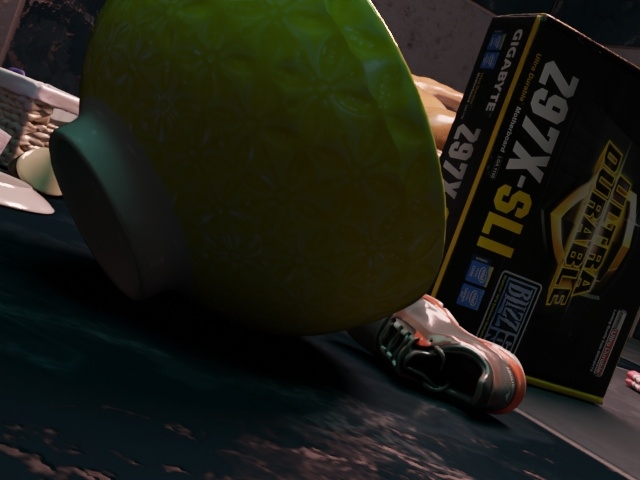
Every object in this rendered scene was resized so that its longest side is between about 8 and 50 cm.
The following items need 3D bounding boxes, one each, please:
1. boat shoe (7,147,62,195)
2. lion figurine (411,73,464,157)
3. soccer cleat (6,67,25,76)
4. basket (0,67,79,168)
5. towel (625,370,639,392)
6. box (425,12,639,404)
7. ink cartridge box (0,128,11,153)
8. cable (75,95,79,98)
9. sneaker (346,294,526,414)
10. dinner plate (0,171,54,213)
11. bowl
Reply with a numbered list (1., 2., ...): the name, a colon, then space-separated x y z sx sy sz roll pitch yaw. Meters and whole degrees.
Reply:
1. boat shoe: -0.277 -0.068 0.926 0.042 0.048 0.133 -7 3 16
2. lion figurine: 0.113 -0.140 1.114 0.240 0.142 0.392 12 11 -23
3. soccer cleat: -0.512 -0.223 1.232 0.093 0.121 0.289 23 4 20
4. basket: -0.342 -0.136 1.064 0.167 0.103 0.113 25 5 40
5. towel: 0.505 0.222 1.185 0.144 0.029 0.197 20 4 -10
6. box: 0.226 -0.023 0.888 0.257 0.321 0.079 20 2 -29
7. ink cartridge box: -0.357 -0.117 0.816 0.097 0.046 0.207 29 -6 -2
8. cable: -0.358 -0.180 1.363 0.287 0.072 0.139 -18 28 19
9. sneaker: 0.070 0.074 0.654 0.158 0.061 0.065 23 10 35
10. dinner plate: -0.298 -0.054 0.785 0.141 0.017 0.141 21 2 -1
11. bowl: -0.074 -0.047 0.574 0.156 0.289 0.289 -28 30 -25
